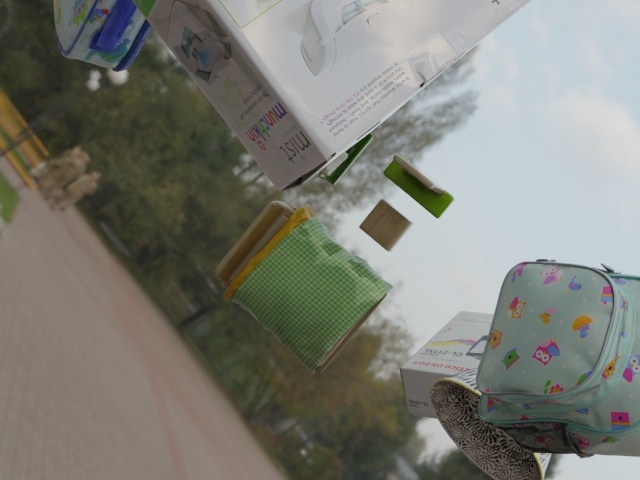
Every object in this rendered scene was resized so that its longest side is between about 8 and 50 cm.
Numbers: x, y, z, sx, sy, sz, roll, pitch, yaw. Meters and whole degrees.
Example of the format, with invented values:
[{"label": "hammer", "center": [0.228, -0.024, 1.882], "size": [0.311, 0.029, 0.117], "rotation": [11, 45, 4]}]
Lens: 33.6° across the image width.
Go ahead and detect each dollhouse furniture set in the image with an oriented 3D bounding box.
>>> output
[{"label": "dollhouse furniture set", "center": [0.000, 0.000, 1.343], "size": [0.197, 0.301, 0.151], "rotation": [41, 7, 16]}]

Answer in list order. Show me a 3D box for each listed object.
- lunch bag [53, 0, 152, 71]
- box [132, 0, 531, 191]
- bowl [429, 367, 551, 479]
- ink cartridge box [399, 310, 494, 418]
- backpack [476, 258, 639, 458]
[{"label": "lunch bag", "center": [-0.210, -0.299, 1.120], "size": [0.090, 0.219, 0.176], "rotation": [11, 45, -32]}, {"label": "box", "center": [0.011, -0.213, 0.863], "size": [0.231, 0.262, 0.127], "rotation": [52, -22, -6]}, {"label": "bowl", "center": [0.216, 0.205, 1.247], "size": [0.170, 0.080, 0.170], "rotation": [39, -26, 23]}, {"label": "ink cartridge box", "center": [0.208, 0.169, 1.435], "size": [0.127, 0.175, 0.072], "rotation": [3, -65, 37]}, {"label": "backpack", "center": [0.240, 0.103, 0.930], "size": [0.188, 0.166, 0.144], "rotation": [3, -28, 37]}]
